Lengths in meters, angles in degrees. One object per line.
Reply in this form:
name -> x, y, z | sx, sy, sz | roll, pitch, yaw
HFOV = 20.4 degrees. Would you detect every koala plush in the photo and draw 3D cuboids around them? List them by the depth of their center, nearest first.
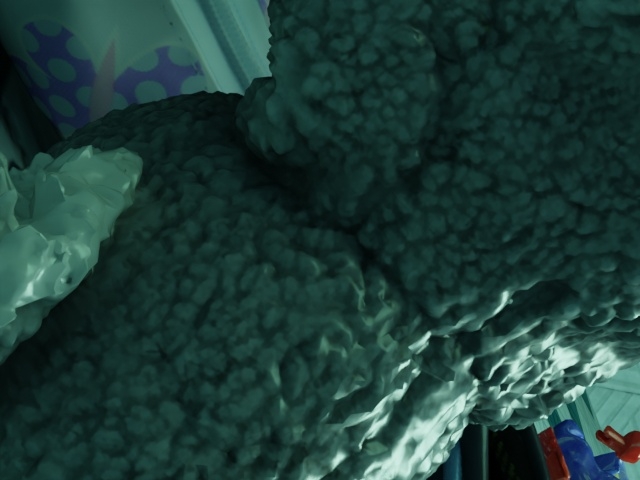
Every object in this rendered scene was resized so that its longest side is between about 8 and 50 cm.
koala plush -> 0.000, 0.000, 0.381 | 0.203, 0.221, 0.196 | 32, -22, 44

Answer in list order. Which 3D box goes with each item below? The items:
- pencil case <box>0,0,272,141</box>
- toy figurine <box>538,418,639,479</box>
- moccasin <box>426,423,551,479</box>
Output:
pencil case -> -0.050, -0.082, 0.527 | 0.273, 0.113, 0.124 | 61, 4, -35
toy figurine -> 0.233, 0.238, 1.210 | 0.217, 0.191, 0.362 | -99, 166, -71
moccasin -> 0.068, 0.198, 0.496 | 0.342, 0.117, 0.138 | 64, 27, 2
